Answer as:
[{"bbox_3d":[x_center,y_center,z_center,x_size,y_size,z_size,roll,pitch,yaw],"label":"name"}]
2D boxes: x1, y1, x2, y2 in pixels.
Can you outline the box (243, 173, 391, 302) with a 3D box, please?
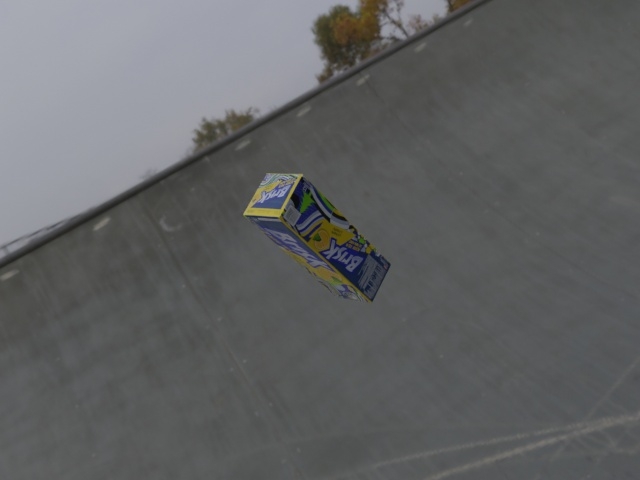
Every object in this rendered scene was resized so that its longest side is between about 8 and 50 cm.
[{"bbox_3d":[0.000,0.000,0.714,0.059,0.169,0.054,6,60,45],"label":"box"}]
